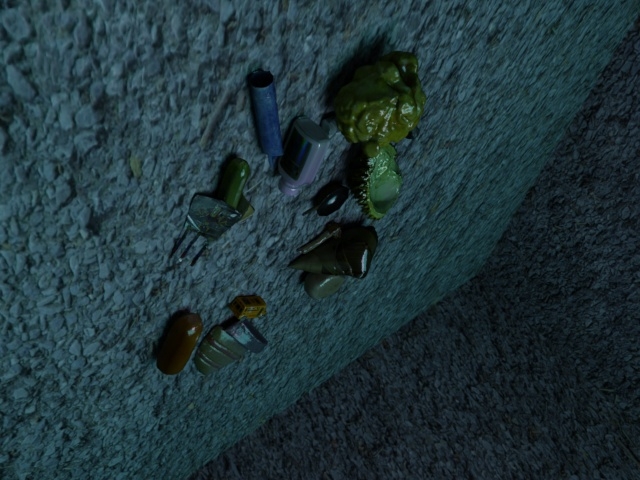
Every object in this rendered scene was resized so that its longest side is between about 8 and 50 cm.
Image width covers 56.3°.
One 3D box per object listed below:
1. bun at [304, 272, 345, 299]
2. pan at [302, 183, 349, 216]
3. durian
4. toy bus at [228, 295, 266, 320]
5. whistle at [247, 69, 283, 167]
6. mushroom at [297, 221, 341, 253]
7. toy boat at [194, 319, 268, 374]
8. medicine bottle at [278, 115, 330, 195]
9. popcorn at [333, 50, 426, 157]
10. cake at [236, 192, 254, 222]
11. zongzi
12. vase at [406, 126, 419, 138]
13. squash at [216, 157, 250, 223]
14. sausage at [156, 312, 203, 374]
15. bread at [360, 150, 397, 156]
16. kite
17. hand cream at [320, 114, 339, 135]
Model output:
[{"bbox_3d":[0.007,0.155,2.390,0.166,0.113,0.173,-31,156,-8],"label":"bun"},{"bbox_3d":[0.014,-0.141,1.989,0.128,0.048,0.202,-54,155,20],"label":"pan"},{"bbox_3d":[0.195,-0.191,1.999,0.198,0.163,0.394,-21,149,1],"label":"durian"},{"bbox_3d":[-0.254,0.243,2.187,0.074,0.069,0.162,-54,153,19],"label":"toy bus"},{"bbox_3d":[-0.133,-0.296,1.503,0.062,0.062,0.304,-35,155,-17],"label":"whistle"},{"bbox_3d":[0.000,0.000,2.194,0.187,0.061,0.060,-36,151,-4],"label":"mushroom"},{"bbox_3d":[-0.349,0.404,2.274,0.293,0.111,0.276,-26,145,-12],"label":"toy boat"},{"bbox_3d":[-0.057,-0.223,1.666,0.078,0.115,0.219,-20,148,-43],"label":"medicine bottle"},{"bbox_3d":[0.162,-0.370,1.627,0.250,0.234,0.242,-47,129,-27],"label":"popcorn"},{"bbox_3d":[-0.218,-0.093,1.676,0.065,0.052,0.121,-32,172,-10],"label":"cake"},{"bbox_3d":[0.054,0.035,2.306,0.289,0.317,0.154,-56,142,-68],"label":"zongzi"},{"bbox_3d":[0.294,-0.400,1.981,0.059,0.059,0.167,-41,156,-4],"label":"vase"},{"bbox_3d":[-0.241,-0.128,1.604,0.066,0.066,0.229,-21,148,-40],"label":"squash"},{"bbox_3d":[-0.469,0.345,1.991,0.105,0.105,0.274,-14,144,-47],"label":"sausage"},{"bbox_3d":[0.190,-0.288,2.024,0.126,0.044,0.129,-36,158,16],"label":"bread"},{"bbox_3d":[-0.328,-0.022,1.638,0.141,0.015,0.245,27,119,-25],"label":"kite"},{"bbox_3d":[0.105,-0.365,1.770,0.255,0.048,0.079,-29,155,-36],"label":"hand cream"}]
